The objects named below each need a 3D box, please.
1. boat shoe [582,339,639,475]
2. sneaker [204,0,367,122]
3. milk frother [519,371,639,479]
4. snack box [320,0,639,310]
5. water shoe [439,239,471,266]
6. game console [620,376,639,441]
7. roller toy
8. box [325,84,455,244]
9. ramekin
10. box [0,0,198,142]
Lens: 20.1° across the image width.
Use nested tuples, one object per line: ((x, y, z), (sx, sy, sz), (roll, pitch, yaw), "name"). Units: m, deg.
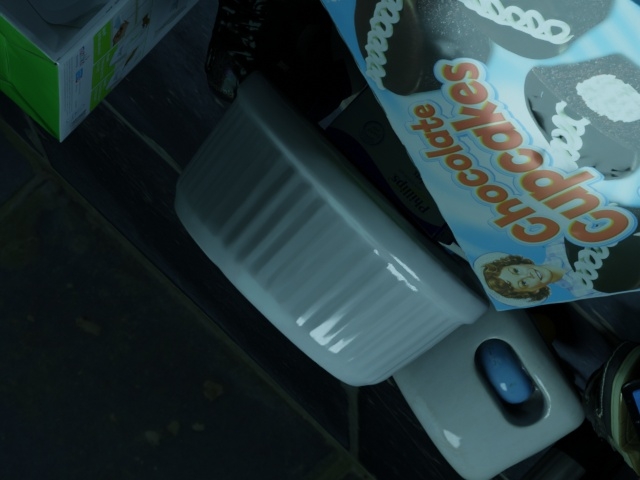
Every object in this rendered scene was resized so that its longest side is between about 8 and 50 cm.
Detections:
((0.268, 0.144, 1.612), (0.073, 0.080, 0.223), (33, 167, 28), "boat shoe")
((-0.044, -0.174, 1.522), (0.107, 0.124, 0.283), (38, 165, 31), "sneaker")
((0.238, 0.220, 1.820), (0.143, 0.135, 0.129), (46, 167, 1), "milk frother")
((0.142, -0.086, 1.116), (0.187, 0.060, 0.322), (-10, 136, 25), "snack box")
((0.118, -0.017, 1.611), (0.203, 0.073, 0.080), (42, 175, 28), "water shoe")
((0.319, 0.153, 1.493), (0.107, 0.071, 0.122), (36, 165, 38), "game console")
((0.154, 0.115, 1.681), (0.191, 0.146, 0.209), (62, -173, 33), "roller toy")
((0.080, -0.067, 1.497), (0.126, 0.072, 0.137), (45, -175, 9), "box")
((0.000, 0.000, 1.457), (0.273, 0.127, 0.273), (44, -176, -4), "ramekin")
((-0.189, -0.231, 1.569), (0.127, 0.231, 0.262), (41, 168, 2), "box")
